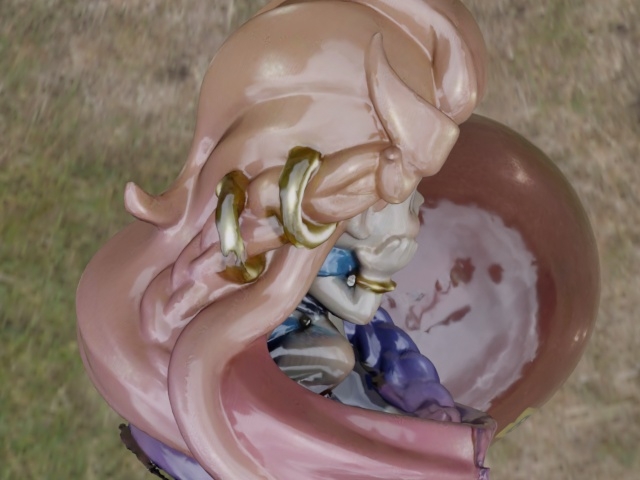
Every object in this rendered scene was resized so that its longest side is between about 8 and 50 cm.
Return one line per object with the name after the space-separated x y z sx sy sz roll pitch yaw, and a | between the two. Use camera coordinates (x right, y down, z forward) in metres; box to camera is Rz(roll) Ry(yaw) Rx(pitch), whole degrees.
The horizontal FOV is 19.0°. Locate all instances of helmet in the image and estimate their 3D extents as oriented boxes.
0.116 0.020 1.613 0.230 0.385 0.337 -27 88 12 | helmet

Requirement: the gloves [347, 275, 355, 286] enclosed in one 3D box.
-0.006 0.085 0.821 0.070 0.153 0.114 7 143 4 | gloves

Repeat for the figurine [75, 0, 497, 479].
-0.010 0.003 0.511 0.114 0.126 0.157 -4 116 -4 | figurine
